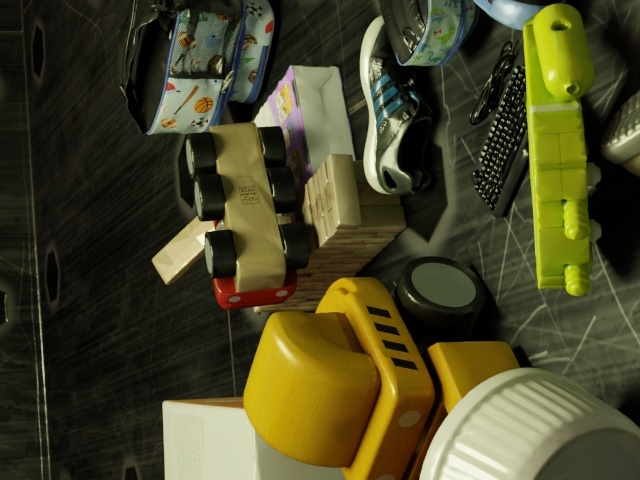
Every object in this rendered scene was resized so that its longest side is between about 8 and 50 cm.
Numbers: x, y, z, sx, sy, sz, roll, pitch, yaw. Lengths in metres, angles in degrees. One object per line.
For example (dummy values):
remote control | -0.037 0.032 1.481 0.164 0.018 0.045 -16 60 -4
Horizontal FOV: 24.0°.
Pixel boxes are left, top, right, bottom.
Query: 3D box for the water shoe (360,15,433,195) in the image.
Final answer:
water shoe | 0.096 -0.152 1.692 0.080 0.073 0.203 7 102 45

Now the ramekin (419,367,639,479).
ramekin | 0.196 0.222 1.287 0.109 0.207 0.207 20 110 56

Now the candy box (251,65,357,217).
candy box | -0.028 -0.110 1.961 0.196 0.070 0.164 133 131 -58

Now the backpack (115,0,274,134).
backpack | -0.194 -0.284 2.173 0.276 0.213 0.263 -112 38 -52

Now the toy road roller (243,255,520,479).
toy road roller | 0.065 0.181 1.534 0.329 0.241 0.202 -115 32 -44

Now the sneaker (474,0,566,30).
sneaker | 0.177 -0.291 1.448 0.232 0.081 0.090 -114 25 -45

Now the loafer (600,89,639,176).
loafer | 0.322 -0.105 1.133 0.251 0.087 0.094 -30 24 55

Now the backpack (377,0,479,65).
backpack | 0.118 -0.243 1.587 0.105 0.084 0.114 121 146 -53

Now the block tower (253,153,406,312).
block tower | 0.000 0.000 1.875 0.335 0.097 0.091 133 131 -61

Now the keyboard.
keyboard | 0.180 -0.121 1.509 0.100 0.038 0.192 -114 33 -44

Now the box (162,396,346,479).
box | -0.040 0.274 1.822 0.345 0.215 0.168 170 98 -66

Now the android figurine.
android figurine | 0.206 -0.072 1.294 0.273 0.056 0.248 -87 -9 -49

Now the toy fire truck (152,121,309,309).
toy fire truck | -0.121 0.002 1.880 0.246 0.158 0.217 103 156 -59
